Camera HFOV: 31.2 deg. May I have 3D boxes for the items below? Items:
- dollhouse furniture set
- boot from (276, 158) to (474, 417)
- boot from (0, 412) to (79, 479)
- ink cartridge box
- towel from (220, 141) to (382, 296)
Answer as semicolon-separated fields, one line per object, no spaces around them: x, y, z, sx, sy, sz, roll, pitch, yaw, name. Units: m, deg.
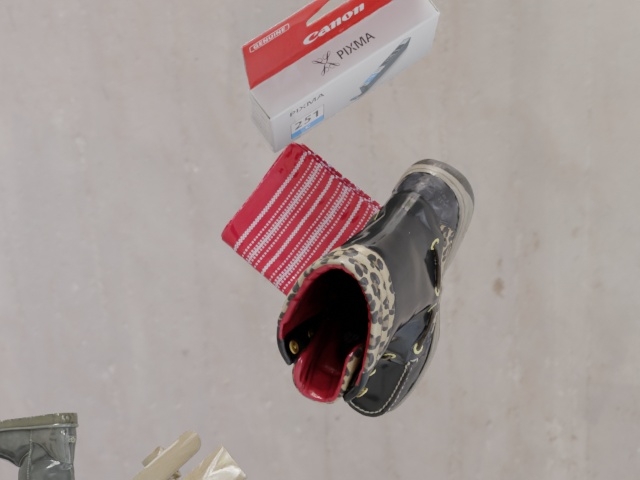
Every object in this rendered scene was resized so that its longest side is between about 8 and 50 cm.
-0.157;0.319;1.514;0.123;0.151;0.144;-42;59;-3;dollhouse furniture set
0.053;0.109;1.384;0.138;0.284;0.377;29;124;15;boot
-0.379;0.333;1.471;0.190;0.076;0.208;-13;77;31;boot
0.032;-0.268;1.617;0.066;0.296;0.261;54;171;14;ink cartridge box
0.000;0.000;1.722;0.275;0.031;0.199;40;93;20;towel
